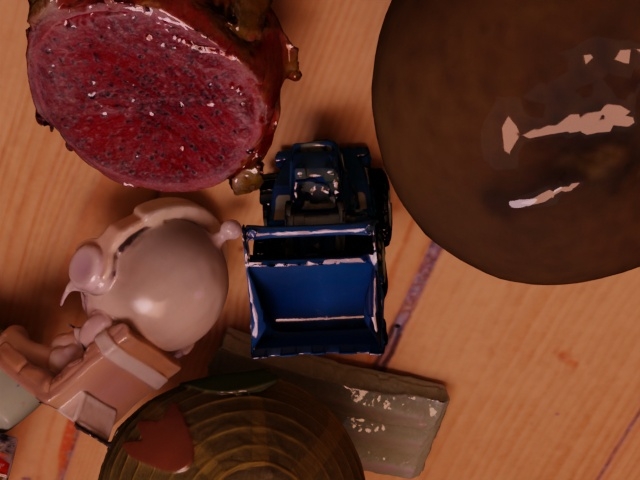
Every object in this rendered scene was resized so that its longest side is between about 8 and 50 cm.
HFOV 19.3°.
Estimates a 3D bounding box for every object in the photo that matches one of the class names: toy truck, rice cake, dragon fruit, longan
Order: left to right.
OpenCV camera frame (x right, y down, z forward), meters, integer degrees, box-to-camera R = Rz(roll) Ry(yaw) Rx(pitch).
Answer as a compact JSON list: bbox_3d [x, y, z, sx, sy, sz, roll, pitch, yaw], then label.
[{"bbox_3d":[-0.127,-0.165,1.472,0.211,0.147,0.282,-27,122,36],"label":"dragon fruit"},{"bbox_3d":[0.000,0.000,1.549,0.113,0.208,0.126,-3,132,5],"label":"toy truck"},{"bbox_3d":[0.000,0.161,1.800,0.237,0.043,0.127,14,132,-7],"label":"rice cake"},{"bbox_3d":[0.188,-0.121,1.372,0.319,0.319,0.319,2,131,2],"label":"longan"}]

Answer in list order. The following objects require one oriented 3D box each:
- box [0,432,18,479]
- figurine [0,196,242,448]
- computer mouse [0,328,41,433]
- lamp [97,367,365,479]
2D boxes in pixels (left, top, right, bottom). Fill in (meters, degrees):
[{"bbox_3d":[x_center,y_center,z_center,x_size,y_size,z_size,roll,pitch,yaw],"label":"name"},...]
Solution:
[{"bbox_3d":[-0.325,0.220,1.807,0.055,0.039,0.218,16,161,-9],"label":"box"},{"bbox_3d":[-0.168,0.056,1.650,0.236,0.141,0.162,-51,140,2],"label":"figurine"},{"bbox_3d":[-0.382,0.089,1.719,0.288,0.097,0.159,28,156,-19],"label":"computer mouse"},{"bbox_3d":[-0.083,0.236,1.713,0.250,0.284,0.250,0,88,-11],"label":"lamp"}]
